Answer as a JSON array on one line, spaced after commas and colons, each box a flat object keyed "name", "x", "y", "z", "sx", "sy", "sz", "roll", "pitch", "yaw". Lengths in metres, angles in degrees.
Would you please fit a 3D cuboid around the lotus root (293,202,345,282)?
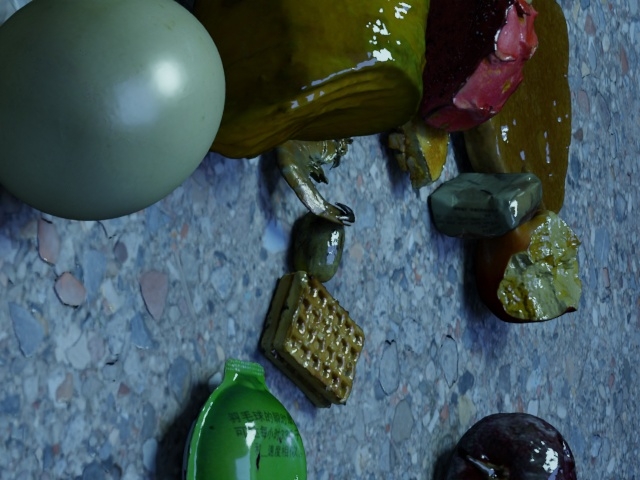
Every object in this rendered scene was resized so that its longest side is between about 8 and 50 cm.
[{"name": "lotus root", "x": 0.000, "y": 0.000, "z": 1.559, "sx": 0.049, "sy": 0.054, "sz": 0.099, "roll": 68, "pitch": 31, "yaw": -66}]

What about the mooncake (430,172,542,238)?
[{"name": "mooncake", "x": 0.226, "y": -0.046, "z": 1.869, "sx": 0.130, "sy": 0.125, "sz": 0.073, "roll": -36, "pitch": 123, "yaw": -51}]

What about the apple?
[{"name": "apple", "x": 0.286, "y": 0.032, "z": 1.952, "sx": 0.156, "sy": 0.147, "sz": 0.158, "roll": -14, "pitch": 92, "yaw": -26}]

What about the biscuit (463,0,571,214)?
[{"name": "biscuit", "x": 0.286, "y": -0.213, "z": 2.035, "sx": 0.359, "sy": 0.074, "sz": 0.381, "roll": -28, "pitch": 114, "yaw": -55}]

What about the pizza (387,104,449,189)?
[{"name": "pizza", "x": 0.117, "y": -0.158, "z": 1.771, "sx": 0.134, "sy": 0.046, "sz": 0.175, "roll": 44, "pitch": 46, "yaw": -42}]

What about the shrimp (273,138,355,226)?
[{"name": "shrimp", "x": 0.013, "y": -0.074, "z": 1.567, "sx": 0.124, "sy": 0.034, "sz": 0.178, "roll": 59, "pitch": 27, "yaw": 9}]

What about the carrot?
[{"name": "carrot", "x": -0.012, "y": -0.200, "z": 1.374, "sx": 0.241, "sy": 0.241, "sz": 0.340, "roll": 38, "pitch": 54, "yaw": -52}]

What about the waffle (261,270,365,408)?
[{"name": "waffle", "x": -0.007, "y": 0.111, "z": 1.548, "sx": 0.148, "sy": 0.042, "sz": 0.102, "roll": 49, "pitch": 49, "yaw": -46}]

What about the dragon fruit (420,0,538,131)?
[{"name": "dragon fruit", "x": 0.197, "y": -0.255, "z": 1.772, "sx": 0.189, "sy": 0.163, "sz": 0.261, "roll": 58, "pitch": 22, "yaw": -54}]

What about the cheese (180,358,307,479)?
[{"name": "cheese", "x": -0.076, "y": 0.278, "z": 1.383, "sx": 0.204, "sy": 0.083, "sz": 0.320, "roll": 19, "pitch": 69, "yaw": -59}]

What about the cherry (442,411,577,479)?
[{"name": "cherry", "x": 0.247, "y": 0.320, "z": 1.833, "sx": 0.195, "sy": 0.195, "sz": 0.195, "roll": 7, "pitch": 82, "yaw": -59}]

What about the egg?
[{"name": "egg", "x": -0.174, "y": -0.116, "z": 1.148, "sx": 0.254, "sy": 0.189, "sz": 0.188, "roll": -36, "pitch": 118, "yaw": -60}]
